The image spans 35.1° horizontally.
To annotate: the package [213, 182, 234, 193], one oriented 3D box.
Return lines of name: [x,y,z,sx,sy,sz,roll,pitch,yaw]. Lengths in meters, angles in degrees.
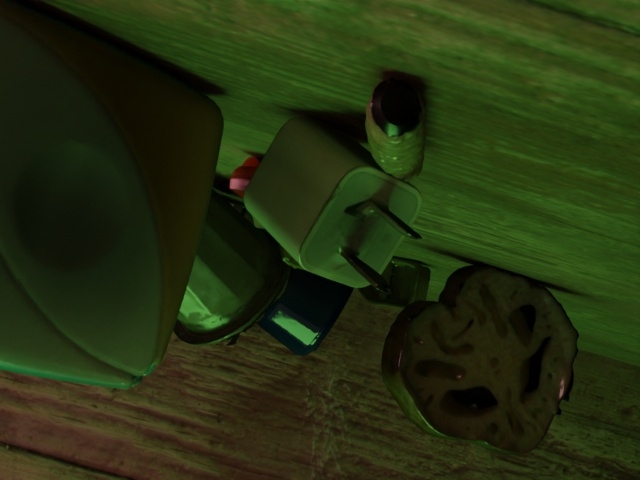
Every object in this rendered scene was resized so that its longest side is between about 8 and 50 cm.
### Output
package: [-0.171,-0.096,1.861,0.037,0.015,0.110,17,176,-17]

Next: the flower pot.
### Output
flower pot: [-0.227,0.014,1.854,0.290,0.290,0.259,9,147,50]

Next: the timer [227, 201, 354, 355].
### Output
timer: [-0.128,0.040,2.124,0.383,0.270,0.270,30,173,-7]

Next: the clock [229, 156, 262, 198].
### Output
clock: [-0.036,-0.078,1.456,0.155,0.061,0.113,9,172,29]

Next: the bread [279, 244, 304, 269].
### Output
bread: [0.000,0.000,1.798,0.156,0.118,0.064,12,171,38]

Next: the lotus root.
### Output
lotus root: [0.321,0.238,1.966,0.390,0.375,0.111,-22,176,-18]

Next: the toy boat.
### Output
toy boat: [0.163,0.096,2.318,0.188,0.116,0.061,9,178,44]

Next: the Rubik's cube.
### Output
Rubik's cube: [-0.352,-0.051,1.100,0.351,0.348,0.352,10,172,46]

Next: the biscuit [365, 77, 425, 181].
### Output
biscuit: [0.072,-0.097,0.943,0.055,0.061,0.219,-30,173,2]

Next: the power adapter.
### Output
power adapter: [0.029,-0.025,1.068,0.125,0.130,0.205,21,-163,-41]
